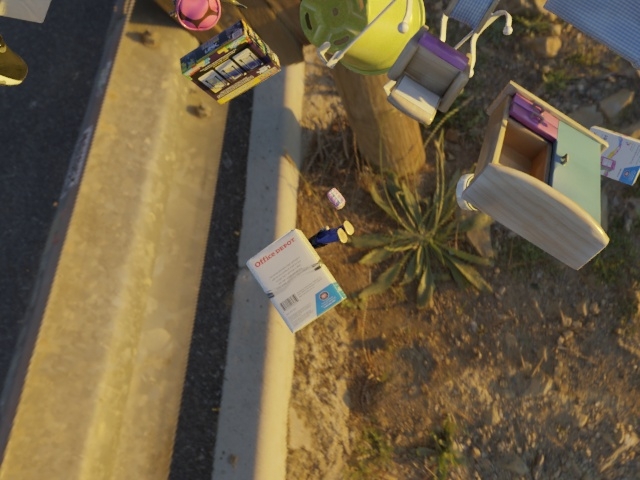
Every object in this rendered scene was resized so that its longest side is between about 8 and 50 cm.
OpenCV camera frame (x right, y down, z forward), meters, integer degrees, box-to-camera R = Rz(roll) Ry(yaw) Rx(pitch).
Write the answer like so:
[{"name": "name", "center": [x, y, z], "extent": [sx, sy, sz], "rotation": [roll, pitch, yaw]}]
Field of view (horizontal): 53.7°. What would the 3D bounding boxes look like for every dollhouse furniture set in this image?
[{"name": "dollhouse furniture set", "center": [0.246, -0.181, 0.583], "extent": [0.286, 0.303, 0.198], "rotation": [32, 41, -3]}]

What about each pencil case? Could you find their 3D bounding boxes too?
[{"name": "pencil case", "center": [-0.229, -0.495, 1.195], "extent": [0.095, 0.098, 0.209], "rotation": [8, 52, -21]}]

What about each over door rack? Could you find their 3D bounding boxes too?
[{"name": "over door rack", "center": [0.193, -0.391, 1.280], "extent": [0.324, 0.239, 0.108], "rotation": [-28, 59, 38]}]

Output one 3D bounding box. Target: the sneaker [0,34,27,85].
[{"name": "sneaker", "center": [-0.542, -0.341, 0.965], "extent": [0.107, 0.283, 0.124], "rotation": [43, 95, 23]}]

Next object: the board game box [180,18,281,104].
[{"name": "board game box", "center": [-0.195, -0.385, 1.379], "extent": [0.170, 0.141, 0.048], "rotation": [-24, 62, 20]}]

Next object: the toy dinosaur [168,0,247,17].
[{"name": "toy dinosaur", "center": [-0.381, -0.762, 1.919], "extent": [0.314, 0.160, 0.121], "rotation": [19, 45, 0]}]

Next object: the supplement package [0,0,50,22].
[{"name": "supplement package", "center": [-0.553, -0.538, 1.032], "extent": [0.198, 0.199, 0.262], "rotation": [-42, 61, 42]}]

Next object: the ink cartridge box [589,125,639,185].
[{"name": "ink cartridge box", "center": [0.608, -0.178, 1.316], "extent": [0.122, 0.052, 0.088], "rotation": [26, 115, 25]}]

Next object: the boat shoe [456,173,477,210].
[{"name": "boat shoe", "center": [0.360, -0.099, 1.332], "extent": [0.070, 0.219, 0.077], "rotation": [4, 93, 40]}]

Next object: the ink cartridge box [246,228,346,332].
[{"name": "ink cartridge box", "center": [-0.056, 0.094, 1.505], "extent": [0.148, 0.086, 0.203], "rotation": [-35, 83, 7]}]

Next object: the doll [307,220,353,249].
[{"name": "doll", "center": [0.000, 0.000, 1.745], "extent": [0.189, 0.046, 0.129], "rotation": [-19, 23, 45]}]

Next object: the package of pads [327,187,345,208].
[{"name": "package of pads", "center": [0.043, -0.113, 1.735], "extent": [0.032, 0.083, 0.050], "rotation": [-36, 86, 0]}]

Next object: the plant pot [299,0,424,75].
[{"name": "plant pot", "center": [0.085, -0.545, 1.543], "extent": [0.276, 0.254, 0.276], "rotation": [7, 106, 26]}]
